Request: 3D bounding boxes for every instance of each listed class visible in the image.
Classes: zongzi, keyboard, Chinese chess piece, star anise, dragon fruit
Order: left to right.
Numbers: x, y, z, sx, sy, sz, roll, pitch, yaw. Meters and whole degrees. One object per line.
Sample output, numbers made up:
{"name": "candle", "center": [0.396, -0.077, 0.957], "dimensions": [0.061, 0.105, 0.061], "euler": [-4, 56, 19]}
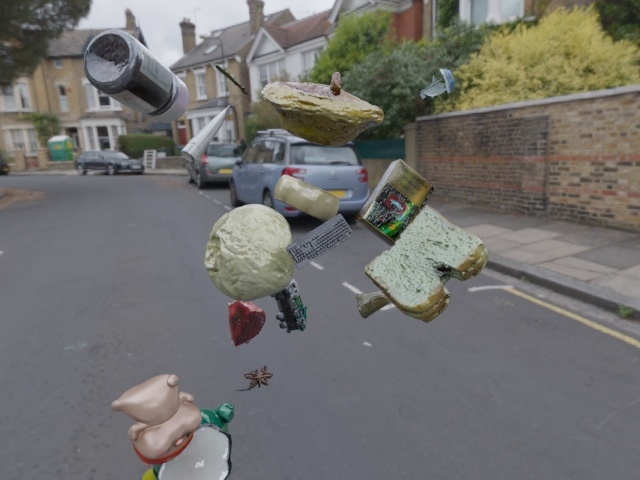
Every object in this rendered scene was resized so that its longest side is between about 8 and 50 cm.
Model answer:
{"name": "dragon fruit", "center": [-0.381, 0.373, 2.123], "dimensions": [0.134, 0.262, 0.211], "euler": [-10, 50, -45]}
{"name": "star anise", "center": [-0.308, 0.642, 1.906], "dimensions": [0.190, 0.070, 0.097], "euler": [-14, 57, -18]}
{"name": "Chinese chess piece", "center": [-0.056, -0.166, 1.680], "dimensions": [0.270, 0.112, 0.270], "euler": [24, 3, -1]}
{"name": "keyboard", "center": [0.001, 0.000, 1.158], "dimensions": [0.196, 0.074, 0.015], "euler": [-32, 2, -22]}
{"name": "zongzi", "center": [0.246, 0.245, 1.887], "dimensions": [0.189, 0.081, 0.178], "euler": [-33, 23, 12]}

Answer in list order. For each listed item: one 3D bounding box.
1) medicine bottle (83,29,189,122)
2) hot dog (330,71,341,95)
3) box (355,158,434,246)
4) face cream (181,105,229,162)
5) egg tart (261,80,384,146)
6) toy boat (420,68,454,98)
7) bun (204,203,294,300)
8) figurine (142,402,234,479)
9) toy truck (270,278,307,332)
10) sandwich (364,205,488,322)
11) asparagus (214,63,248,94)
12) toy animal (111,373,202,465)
{"name": "medicine bottle", "center": [-0.504, -0.447, 1.177], "dimensions": [0.165, 0.165, 0.273], "euler": [1, -4, 11]}
{"name": "hot dog", "center": [0.054, -0.552, 1.474], "dimensions": [0.035, 0.083, 0.058], "euler": [4, -17, -7]}
{"name": "box", "center": [0.242, -0.120, 1.356], "dimensions": [0.159, 0.240, 0.071], "euler": [35, -10, -16]}
{"name": "face cream", "center": [-0.399, -0.376, 1.479], "dimensions": [0.058, 0.244, 0.092], "euler": [36, -25, -10]}
{"name": "egg tart", "center": [-0.002, -0.445, 1.484], "dimensions": [0.443, 0.178, 0.443], "euler": [10, 25, -5]}
{"name": "toy boat", "center": [0.485, -0.630, 1.721], "dimensions": [0.105, 0.149, 0.034], "euler": [54, 26, 21]}
{"name": "bun", "center": [-0.253, 0.050, 1.405], "dimensions": [0.227, 0.349, 0.352], "euler": [3, 36, -42]}
{"name": "figurine", "center": [-0.386, 0.608, 1.233], "dimensions": [0.323, 0.231, 0.340], "euler": [-45, 8, -28]}
{"name": "toy truck", "center": [-0.121, 0.268, 1.743], "dimensions": [0.110, 0.216, 0.116], "euler": [-15, 8, 28]}
{"name": "sandwich", "center": [0.283, 0.066, 1.122], "dimensions": [0.273, 0.095, 0.249], "euler": [-46, 41, 0]}
{"name": "asparagus", "center": [-0.230, -0.419, 1.093], "dimensions": [0.013, 0.016, 0.166], "euler": [34, 6, 19]}
{"name": "toy animal", "center": [-0.386, 0.433, 1.008], "dimensions": [0.171, 0.198, 0.171], "euler": [-18, 13, 4]}
